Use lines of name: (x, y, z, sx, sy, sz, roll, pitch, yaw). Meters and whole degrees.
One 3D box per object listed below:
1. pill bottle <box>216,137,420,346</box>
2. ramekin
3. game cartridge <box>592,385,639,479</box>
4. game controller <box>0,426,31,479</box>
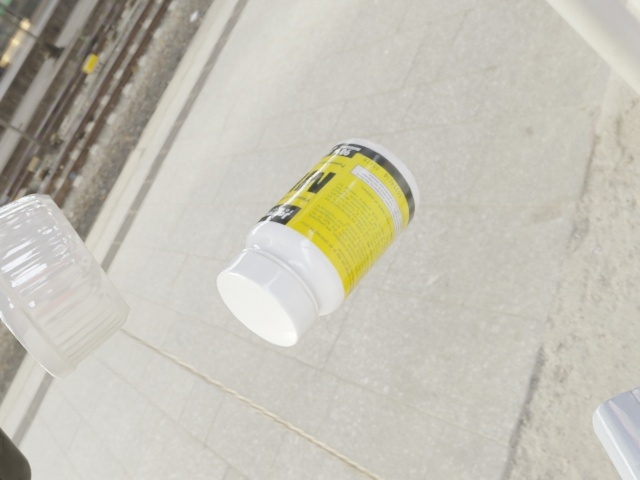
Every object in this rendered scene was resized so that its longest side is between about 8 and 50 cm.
pill bottle: (0.000, 0.000, 0.724, 0.119, 0.119, 0.208, -11, 31, 53)
ramekin: (-0.309, 0.043, 0.814, 0.109, 0.207, 0.207, -36, 25, -16)
game cartridge: (0.531, 0.254, 0.940, 0.298, 0.062, 0.198, -11, 33, 1)
game controller: (-0.305, 0.194, 0.525, 0.319, 0.067, 0.166, 92, -171, -53)
